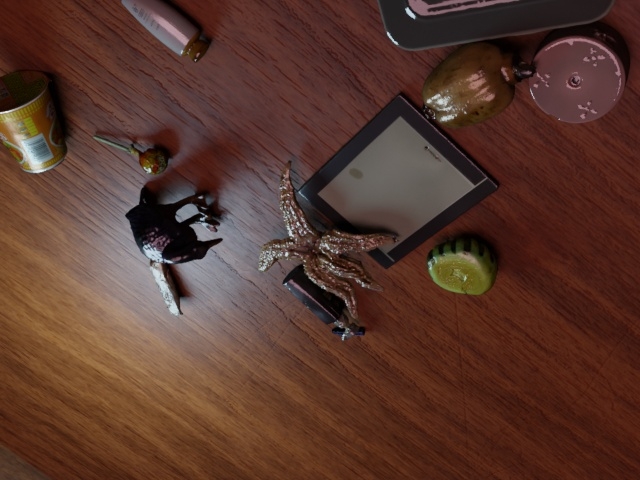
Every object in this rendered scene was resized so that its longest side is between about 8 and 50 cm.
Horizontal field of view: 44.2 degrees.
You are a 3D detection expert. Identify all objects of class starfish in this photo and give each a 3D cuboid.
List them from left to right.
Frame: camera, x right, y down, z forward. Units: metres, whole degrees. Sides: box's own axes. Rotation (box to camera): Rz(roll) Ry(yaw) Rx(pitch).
[{"bbox_3d":[0.022,0.015,1.663,0.293,0.084,0.302,28,123,15],"label":"starfish"}]

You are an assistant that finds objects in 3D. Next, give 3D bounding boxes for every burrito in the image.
[{"bbox_3d":[-0.388,0.115,1.990,0.051,0.042,0.171,6,128,35],"label":"burrito"}]

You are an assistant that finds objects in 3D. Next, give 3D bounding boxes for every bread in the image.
[{"bbox_3d":[0.287,0.050,1.589,0.139,0.071,0.130,-9,125,30],"label":"bread"}]

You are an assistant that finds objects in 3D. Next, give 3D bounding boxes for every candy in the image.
[{"bbox_3d":[-0.426,-0.199,1.754,0.201,0.060,0.060,23,134,19],"label":"candy"}]

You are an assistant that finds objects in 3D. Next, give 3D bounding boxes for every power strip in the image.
[{"bbox_3d":[0.414,-0.272,1.261,0.154,0.078,0.154,14,128,18],"label":"power strip"}]

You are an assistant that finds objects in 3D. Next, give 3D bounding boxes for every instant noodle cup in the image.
[{"bbox_3d":[-0.648,-0.257,1.751,0.168,0.168,0.185,8,137,20],"label":"instant noodle cup"}]

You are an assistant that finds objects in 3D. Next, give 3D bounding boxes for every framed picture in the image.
[{"bbox_3d":[0.145,-0.104,1.572,0.265,0.016,0.347,41,133,-9],"label":"framed picture"}]

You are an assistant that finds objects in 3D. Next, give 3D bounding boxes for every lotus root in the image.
[{"bbox_3d":[0.261,-0.262,1.310,0.125,0.118,0.221,42,141,-22],"label":"lotus root"}]

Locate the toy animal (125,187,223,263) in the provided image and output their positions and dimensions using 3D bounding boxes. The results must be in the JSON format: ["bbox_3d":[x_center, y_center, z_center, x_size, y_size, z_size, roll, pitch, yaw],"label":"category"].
[{"bbox_3d":[-0.333,-0.030,1.751,0.298,0.185,0.122,23,141,33],"label":"toy animal"}]

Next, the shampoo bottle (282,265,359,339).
[{"bbox_3d":[0.004,0.149,1.816,0.207,0.057,0.063,43,132,-10],"label":"shampoo bottle"}]

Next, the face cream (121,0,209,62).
[{"bbox_3d":[-0.295,-0.414,1.508,0.182,0.051,0.072,38,132,-6],"label":"face cream"}]

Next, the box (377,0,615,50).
[{"bbox_3d":[0.236,-0.480,1.172,0.367,0.090,0.373,-2,124,28],"label":"box"}]

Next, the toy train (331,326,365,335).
[{"bbox_3d":[0.066,0.216,1.868,0.083,0.017,0.017,-3,132,28],"label":"toy train"}]
